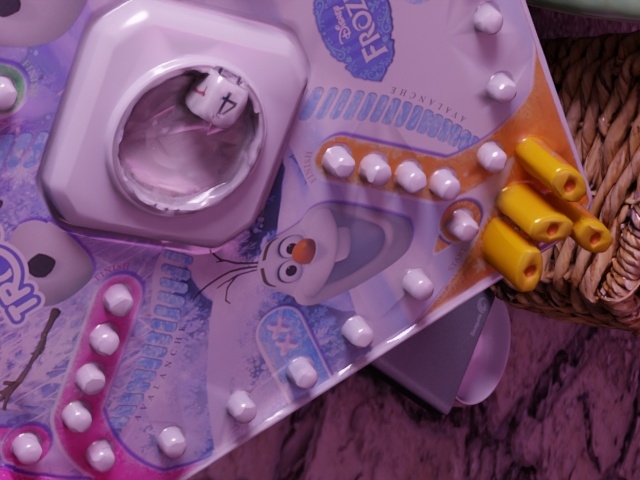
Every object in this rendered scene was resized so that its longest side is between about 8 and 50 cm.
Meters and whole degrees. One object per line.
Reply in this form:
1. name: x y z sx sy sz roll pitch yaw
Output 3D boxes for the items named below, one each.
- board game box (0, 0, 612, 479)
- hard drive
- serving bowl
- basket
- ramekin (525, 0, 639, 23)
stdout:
1. board game box: -0.064 -0.049 0.893 0.390 0.050 0.390 -32 127 -10
2. hard drive: 0.052 0.043 1.204 0.135 0.022 0.094 36 68 -34
3. serving bowl: 0.100 0.072 1.291 0.083 0.027 0.083 -14 108 -49
4. basket: 0.278 -0.040 1.230 0.299 0.223 0.213 -9 96 -41
5. ramekin: 0.237 -0.219 1.119 0.303 0.303 0.148 -17 114 -49
